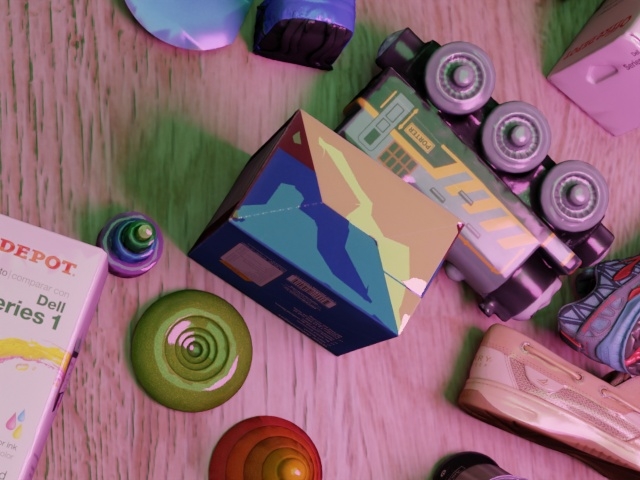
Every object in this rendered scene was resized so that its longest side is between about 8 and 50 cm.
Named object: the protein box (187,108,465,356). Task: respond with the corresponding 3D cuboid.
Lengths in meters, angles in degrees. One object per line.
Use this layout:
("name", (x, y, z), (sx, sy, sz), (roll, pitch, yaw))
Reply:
("protein box", (0.000, 0.000, 1.486), (0.200, 0.201, 0.136), (34, 73, -8))

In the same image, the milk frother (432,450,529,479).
("milk frother", (0.191, 0.298, 1.522), (0.143, 0.135, 0.129), (17, 90, -11))

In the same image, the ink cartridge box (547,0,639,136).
("ink cartridge box", (0.403, -0.265, 1.652), (0.115, 0.198, 0.273), (40, 73, -8))

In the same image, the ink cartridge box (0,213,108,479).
("ink cartridge box", (-0.340, 0.111, 1.401), (0.201, 0.117, 0.278), (20, 75, -4))

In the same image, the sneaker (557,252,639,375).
("sneaker", (0.344, 0.040, 1.622), (0.262, 0.125, 0.104), (-39, 133, -44))

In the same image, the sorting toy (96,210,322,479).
("sorting toy", (-0.104, 0.126, 1.475), (0.127, 0.126, 0.365), (-31, 91, -19))

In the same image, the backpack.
("backpack", (-0.017, -0.244, 1.568), (0.098, 0.120, 0.101), (4, 79, -15))

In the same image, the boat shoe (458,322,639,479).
("boat shoe", (0.321, 0.191, 1.588), (0.341, 0.121, 0.110), (24, 75, -10))

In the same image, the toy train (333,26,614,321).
("toy train", (0.158, -0.068, 1.588), (0.334, 0.142, 0.190), (45, 84, -6))

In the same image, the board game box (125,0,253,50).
("board game box", (-0.135, -0.284, 1.589), (0.133, 0.033, 0.168), (27, 79, -15))
